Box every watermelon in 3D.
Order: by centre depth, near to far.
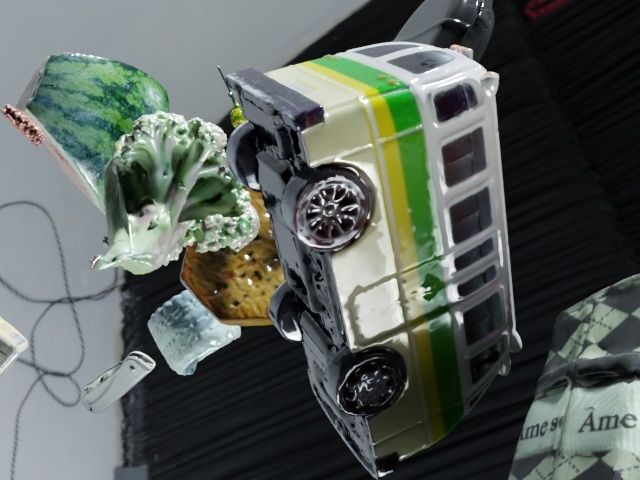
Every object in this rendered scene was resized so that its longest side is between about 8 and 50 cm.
[{"bbox_3d":[-0.465,-0.193,1.373,0.283,0.292,0.250,33,43,-51],"label":"watermelon"}]

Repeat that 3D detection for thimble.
[{"bbox_3d":[-0.312,0.224,1.834,0.205,0.250,0.172,-25,79,-39],"label":"thimble"}]

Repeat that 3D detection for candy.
[{"bbox_3d":[-0.152,-0.245,1.247,0.123,0.035,0.035,67,17,4],"label":"candy"}]

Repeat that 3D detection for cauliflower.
[{"bbox_3d":[-0.230,-0.035,1.026,0.239,0.256,0.315,49,34,-26],"label":"cauliflower"}]

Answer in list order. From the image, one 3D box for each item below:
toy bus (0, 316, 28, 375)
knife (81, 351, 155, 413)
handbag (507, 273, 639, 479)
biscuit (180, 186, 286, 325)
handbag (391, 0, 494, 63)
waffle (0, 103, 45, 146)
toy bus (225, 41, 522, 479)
[{"bbox_3d":[-0.574,0.230,1.118,0.106,0.268,0.092,43,-5,-9],"label":"toy bus"},{"bbox_3d":[-0.442,0.304,1.567,0.073,0.265,0.040,45,40,-11],"label":"knife"},{"bbox_3d":[0.288,0.279,0.549,0.316,0.180,0.416,31,60,-11],"label":"handbag"},{"bbox_3d":[-0.099,0.016,1.414,0.046,0.359,0.359,74,5,-53],"label":"biscuit"},{"bbox_3d":[0.175,-0.292,1.227,0.093,0.308,0.254,30,-8,-17],"label":"handbag"},{"bbox_3d":[-0.489,-0.191,1.200,0.083,0.029,0.075,30,-17,39],"label":"waffle"},{"bbox_3d":[0.052,0.009,0.563,0.143,0.179,0.305,41,-32,57],"label":"toy bus"}]
